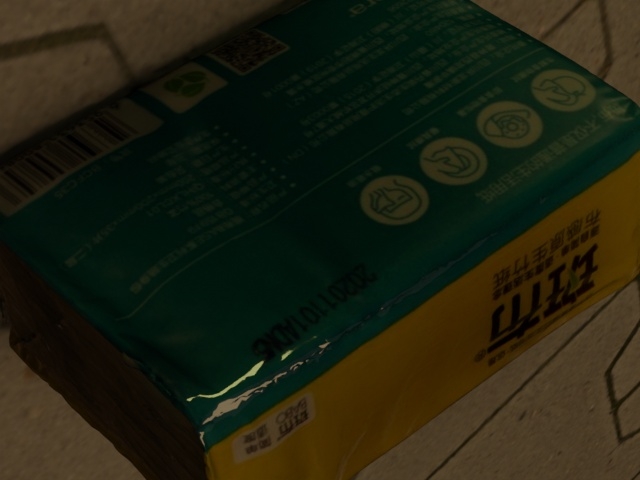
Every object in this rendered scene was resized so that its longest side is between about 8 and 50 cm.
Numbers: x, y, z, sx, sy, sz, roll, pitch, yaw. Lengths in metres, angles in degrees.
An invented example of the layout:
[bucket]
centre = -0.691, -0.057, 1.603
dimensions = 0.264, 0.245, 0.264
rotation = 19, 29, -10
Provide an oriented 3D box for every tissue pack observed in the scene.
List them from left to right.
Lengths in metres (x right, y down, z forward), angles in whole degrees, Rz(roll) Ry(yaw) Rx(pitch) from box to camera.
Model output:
[tissue pack]
centre = 0.000, 0.000, 0.715
dimensions = 0.271, 0.192, 0.134
rotation = -32, 143, -25
